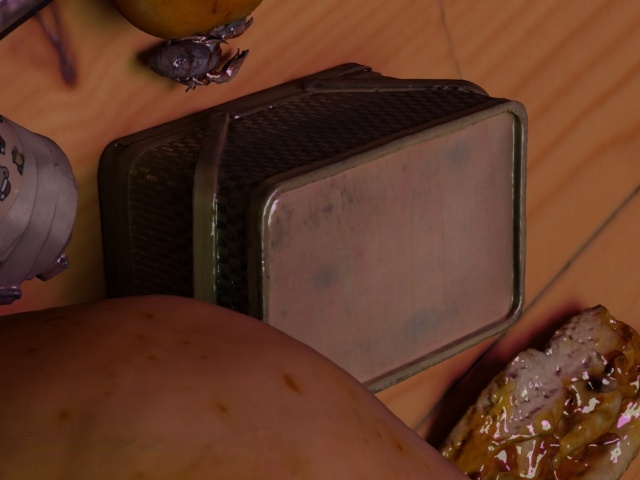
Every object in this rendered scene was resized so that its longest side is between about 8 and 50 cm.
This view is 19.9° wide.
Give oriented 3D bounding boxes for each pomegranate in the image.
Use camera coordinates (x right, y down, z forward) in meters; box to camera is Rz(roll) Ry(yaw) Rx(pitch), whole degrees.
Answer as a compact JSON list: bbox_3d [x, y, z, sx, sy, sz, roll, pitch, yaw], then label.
[{"bbox_3d":[-0.099,0.219,0.910,0.411,0.411,0.411,-20,117,-44],"label":"pomegranate"}]

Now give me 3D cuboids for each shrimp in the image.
[{"bbox_3d":[-0.068,-0.110,1.096,0.092,0.029,0.038,-32,125,-43],"label":"shrimp"}]

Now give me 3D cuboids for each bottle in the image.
[{"bbox_3d":[-0.183,-0.025,0.947,0.152,0.099,0.099,34,77,-52],"label":"bottle"}]

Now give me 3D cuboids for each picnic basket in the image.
[{"bbox_3d":[0.000,0.000,1.126,0.266,0.139,0.165,-22,119,-43],"label":"picnic basket"}]

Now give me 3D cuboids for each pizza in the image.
[{"bbox_3d":[0.182,0.156,1.438,0.365,0.074,0.182,-27,131,-42],"label":"pizza"}]

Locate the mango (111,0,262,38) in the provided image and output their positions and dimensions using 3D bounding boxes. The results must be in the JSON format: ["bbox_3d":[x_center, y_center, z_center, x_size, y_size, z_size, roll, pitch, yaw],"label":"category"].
[{"bbox_3d":[-0.063,-0.190,1.033,0.115,0.089,0.165,46,65,-36],"label":"mango"}]
